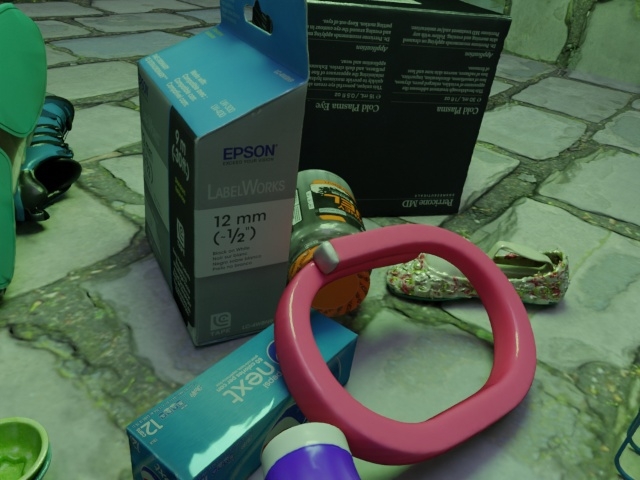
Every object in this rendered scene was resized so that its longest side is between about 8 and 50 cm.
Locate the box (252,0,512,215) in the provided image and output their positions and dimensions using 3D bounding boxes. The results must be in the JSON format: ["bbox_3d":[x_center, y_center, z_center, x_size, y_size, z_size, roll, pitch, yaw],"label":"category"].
[{"bbox_3d":[0.065,-0.213,0.812,0.342,0.313,0.179,-1,32,-15],"label":"box"}]

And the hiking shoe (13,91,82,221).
[{"bbox_3d":[-0.420,-0.120,0.781,0.131,0.113,0.304,11,41,-8],"label":"hiking shoe"}]

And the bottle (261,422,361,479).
[{"bbox_3d":[0.020,0.233,0.274,0.092,0.118,0.283,30,21,-30],"label":"bottle"}]

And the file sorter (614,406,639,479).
[{"bbox_3d":[0.360,0.160,0.469,0.118,0.105,0.170,31,40,32],"label":"file sorter"}]

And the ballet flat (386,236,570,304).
[{"bbox_3d":[0.206,0.033,0.669,0.240,0.077,0.091,3,33,-6],"label":"ballet flat"}]

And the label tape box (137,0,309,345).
[{"bbox_3d":[-0.122,-0.103,0.564,0.115,0.348,0.249,-11,36,-26],"label":"label tape box"}]

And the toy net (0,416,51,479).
[{"bbox_3d":[-0.203,0.219,0.322,0.122,0.045,0.232,-21,42,-38],"label":"toy net"}]

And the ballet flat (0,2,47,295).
[{"bbox_3d":[-0.426,-0.114,0.602,0.146,0.147,0.409,-1,64,-12],"label":"ballet flat"}]

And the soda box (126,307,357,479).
[{"bbox_3d":[-0.057,0.141,0.454,0.071,0.067,0.210,27,37,28],"label":"soda box"}]

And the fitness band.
[{"bbox_3d":[0.094,0.085,0.495,0.290,0.054,0.209,-11,64,-37],"label":"fitness band"}]

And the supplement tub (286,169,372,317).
[{"bbox_3d":[0.000,0.000,0.644,0.116,0.117,0.190,1,33,-9],"label":"supplement tub"}]
